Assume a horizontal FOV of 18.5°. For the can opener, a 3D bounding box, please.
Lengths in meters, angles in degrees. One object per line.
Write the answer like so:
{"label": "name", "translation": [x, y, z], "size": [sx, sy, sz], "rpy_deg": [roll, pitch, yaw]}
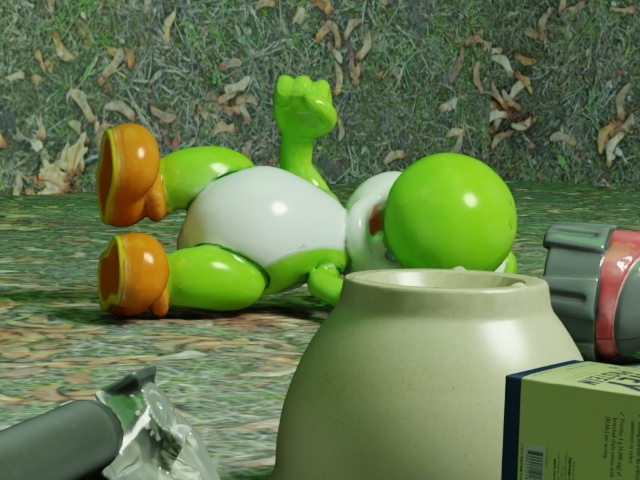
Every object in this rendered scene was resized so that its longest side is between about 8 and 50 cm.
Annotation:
{"label": "can opener", "translation": [-0.112, 0.111, 0.759], "size": [0.095, 0.076, 0.283], "rpy_deg": [-31, -4, 17]}

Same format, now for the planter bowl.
{"label": "planter bowl", "translation": [0.057, 0.070, 0.922], "size": [0.162, 0.109, 0.162], "rpy_deg": [1, 5, 0]}

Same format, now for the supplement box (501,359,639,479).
{"label": "supplement box", "translation": [0.121, 0.095, 0.780], "size": [0.083, 0.083, 0.056], "rpy_deg": [6, 8, 36]}

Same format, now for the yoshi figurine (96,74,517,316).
{"label": "yoshi figurine", "translation": [0.007, -0.019, 1.604], "size": [0.362, 0.203, 0.203], "rpy_deg": [2, 20, -17]}

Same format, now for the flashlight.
{"label": "flashlight", "translation": [0.304, 0.049, 1.365], "size": [0.304, 0.103, 0.103], "rpy_deg": [8, 2, 18]}
